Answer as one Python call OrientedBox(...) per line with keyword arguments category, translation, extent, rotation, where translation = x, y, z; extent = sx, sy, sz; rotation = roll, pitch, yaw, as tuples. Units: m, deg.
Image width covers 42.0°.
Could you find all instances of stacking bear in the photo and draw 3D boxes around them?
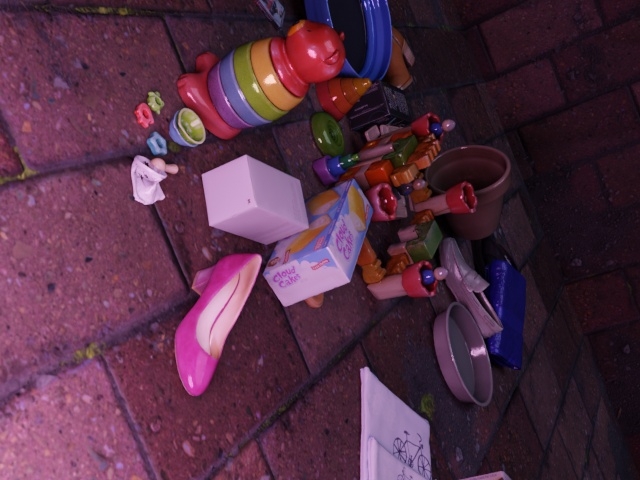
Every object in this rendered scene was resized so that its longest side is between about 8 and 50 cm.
OrientedBox(category="stacking bear", translation=(-0.088, -0.311, 1.544), extent=(0.164, 0.289, 0.175), rotation=(57, 28, -24))

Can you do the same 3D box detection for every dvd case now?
OrientedBox(category="dvd case", translation=(-0.125, -0.564, 1.972), extent=(0.119, 0.013, 0.087), rotation=(50, 32, -36))

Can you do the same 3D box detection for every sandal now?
OrientedBox(category="sandal", translation=(0.584, 0.049, 2.785), extent=(0.168, 0.107, 0.445), rotation=(28, 48, -53))

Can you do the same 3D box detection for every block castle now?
OrientedBox(category="block castle", translation=(0.227, -0.093, 2.011), extent=(0.303, 0.213, 0.453), rotation=(60, 37, -20))

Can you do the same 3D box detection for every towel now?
OrientedBox(category="towel", translation=(0.566, 0.233, 2.590), extent=(0.228, 0.076, 0.308), rotation=(35, 58, -51))

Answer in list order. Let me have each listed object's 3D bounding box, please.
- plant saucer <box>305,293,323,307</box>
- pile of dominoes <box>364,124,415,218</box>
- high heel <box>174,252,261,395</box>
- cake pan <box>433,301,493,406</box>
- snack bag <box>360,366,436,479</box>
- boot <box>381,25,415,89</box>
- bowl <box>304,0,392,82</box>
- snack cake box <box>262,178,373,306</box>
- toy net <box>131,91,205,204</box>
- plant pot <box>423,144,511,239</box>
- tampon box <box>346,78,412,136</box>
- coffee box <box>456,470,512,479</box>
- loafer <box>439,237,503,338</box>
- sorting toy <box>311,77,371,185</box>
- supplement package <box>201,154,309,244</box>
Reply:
OrientedBox(category="plant saucer", translation=(-0.016, 0.097, 1.703), extent=(0.083, 0.013, 0.083), rotation=(42, 36, -42))
OrientedBox(category="pile of dominoes", translation=(0.175, -0.180, 2.195), extent=(0.196, 0.040, 0.251), rotation=(0, 80, -51))
OrientedBox(category="high heel", translation=(-0.152, 0.125, 1.303), extent=(0.082, 0.117, 0.244), rotation=(50, 32, -35))
OrientedBox(category="cake pan", translation=(0.388, 0.314, 2.278), extent=(0.293, 0.054, 0.293), rotation=(43, 36, -43))
OrientedBox(category="snack bag", translation=(0.177, 0.479, 1.774), extent=(0.323, 0.037, 0.342), rotation=(45, 35, -40))
OrientedBox(category="boot", translation=(0.181, -0.555, 2.459), extent=(0.220, 0.109, 0.283), rotation=(47, 43, -25))
OrientedBox(category="bowl", translation=(0.076, -0.608, 2.239), extent=(0.391, 0.077, 0.390), rotation=(21, 66, -58))
OrientedBox(category="snack cake box", translation=(0.000, 0.000, 1.648), extent=(0.089, 0.152, 0.264), rotation=(57, 28, -23))
OrientedBox(category="toy net", translation=(-0.264, -0.156, 1.374), extent=(0.122, 0.045, 0.232), rotation=(53, 31, -31))
OrientedBox(category="plant pot", translation=(0.460, -0.130, 2.569), extent=(0.263, 0.263, 0.229), rotation=(-77, 158, -48))
OrientedBox(category="tampon box", translation=(0.153, -0.350, 2.228), extent=(0.161, 0.121, 0.101), rotation=(3, 70, -62))
OrientedBox(category="coffee box", translation=(0.356, 0.679, 1.824), extent=(0.119, 0.168, 0.297), rotation=(48, 33, -37))
OrientedBox(category="loafer", translation=(0.439, 0.134, 2.438), extent=(0.319, 0.112, 0.112), rotation=(67, 26, -6))
OrientedBox(category="sorting toy", translation=(0.062, -0.285, 2.004), extent=(0.127, 0.126, 0.365), rotation=(49, 32, -36))
OrientedBox(category="supplement package", translation=(-0.117, -0.071, 1.527), extent=(0.179, 0.105, 0.105), rotation=(21, 53, -58))
